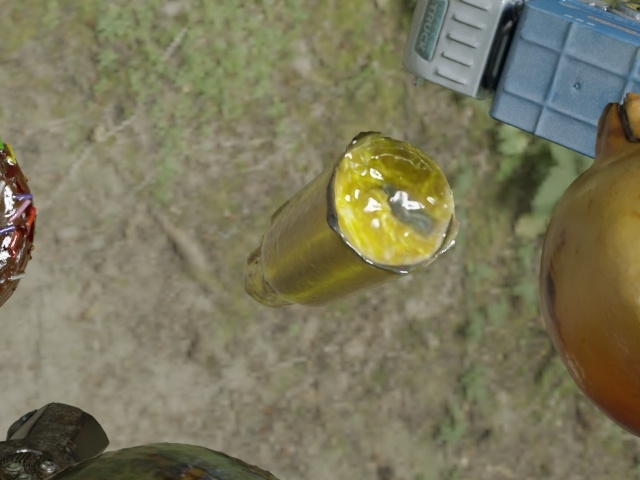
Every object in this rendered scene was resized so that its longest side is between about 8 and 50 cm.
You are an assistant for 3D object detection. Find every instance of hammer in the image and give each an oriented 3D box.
[{"bbox_3d":[-0.263,0.360,1.268,0.242,0.095,0.409,-67,167,-73],"label":"hammer"}]

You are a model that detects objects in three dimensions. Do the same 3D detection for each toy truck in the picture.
[{"bbox_3d":[0.260,-0.168,1.515,0.175,0.367,0.146,-21,131,-61],"label":"toy truck"}]

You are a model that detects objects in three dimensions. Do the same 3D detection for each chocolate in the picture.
[{"bbox_3d":[0.000,0.000,1.853,0.162,0.445,0.162,5,76,-21],"label":"chocolate"}]

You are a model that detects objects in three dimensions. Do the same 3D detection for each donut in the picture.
[{"bbox_3d":[-0.365,-0.016,1.451,0.216,0.096,0.230,-9,90,-27],"label":"donut"}]

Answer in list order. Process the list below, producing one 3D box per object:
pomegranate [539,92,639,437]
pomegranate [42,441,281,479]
[{"bbox_3d":[0.222,0.019,0.830,0.209,0.209,0.209,14,72,-50],"label":"pomegranate"},{"bbox_3d":[-0.070,0.279,0.767,0.285,0.285,0.341,11,44,-51],"label":"pomegranate"}]
